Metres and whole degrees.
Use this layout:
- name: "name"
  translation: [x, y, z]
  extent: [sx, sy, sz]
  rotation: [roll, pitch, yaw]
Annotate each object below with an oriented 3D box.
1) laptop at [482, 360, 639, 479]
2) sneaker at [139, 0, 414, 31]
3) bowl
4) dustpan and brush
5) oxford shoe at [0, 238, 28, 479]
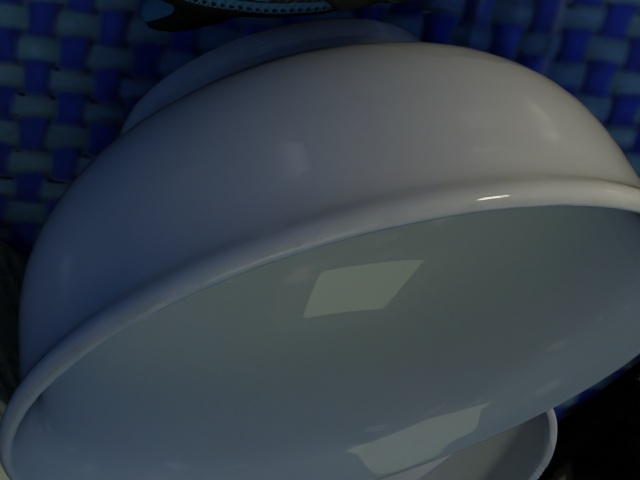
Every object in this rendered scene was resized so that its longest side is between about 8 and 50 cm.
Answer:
- name: "laptop"
  translation: [0.372, 0.141, 1.056]
  extent: [0.408, 0.236, 0.382]
  rotation: [47, 117, -2]
- name: "sneaker"
  translation: [-0.074, -0.146, 0.650]
  extent: [0.140, 0.125, 0.341]
  rotation: [-14, 158, 22]
- name: "bowl"
  translation: [0.000, 0.000, 0.802]
  extent: [0.298, 0.134, 0.298]
  rotation: [-14, 157, -6]
- name: "dustpan and brush"
  translation: [0.080, 0.075, 0.950]
  extent: [0.147, 0.060, 0.211]
  rotation: [36, 119, -27]
- name: "oxford shoe"
  translation: [-0.156, 0.108, 0.901]
  extent: [0.130, 0.169, 0.449]
  rotation: [-33, 118, 20]
